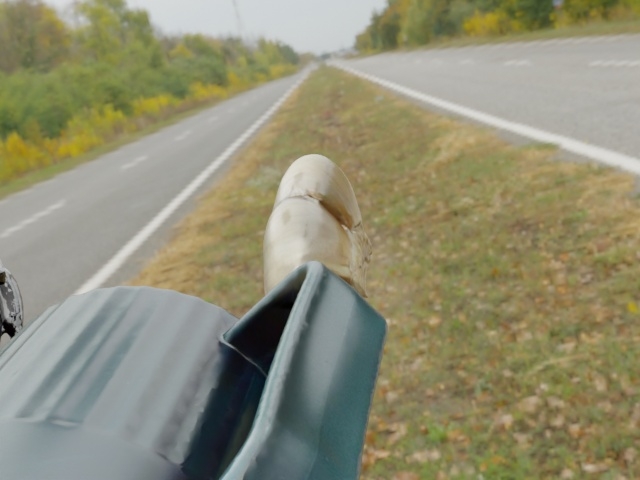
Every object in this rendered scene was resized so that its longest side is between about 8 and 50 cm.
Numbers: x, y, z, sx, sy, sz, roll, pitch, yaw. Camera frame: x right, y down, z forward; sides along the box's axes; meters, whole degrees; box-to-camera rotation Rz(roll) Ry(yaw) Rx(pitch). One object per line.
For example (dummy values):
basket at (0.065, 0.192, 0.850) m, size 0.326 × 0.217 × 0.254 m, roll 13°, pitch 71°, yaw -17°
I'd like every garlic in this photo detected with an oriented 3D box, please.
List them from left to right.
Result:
garlic at (-0.011, -0.005, 0.953) m, size 0.099 × 0.124 × 0.175 m, roll -8°, pitch 49°, yaw 15°

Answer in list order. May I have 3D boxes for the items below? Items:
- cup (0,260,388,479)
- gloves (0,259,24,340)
cup at (-0.121, 0.157, 0.517) m, size 0.242 × 0.308 × 0.292 m, roll 16°, pitch 24°, yaw 2°
gloves at (-0.474, 0.041, 1.253) m, size 0.119 × 0.285 × 0.142 m, roll -28°, pitch -27°, yaw -44°
